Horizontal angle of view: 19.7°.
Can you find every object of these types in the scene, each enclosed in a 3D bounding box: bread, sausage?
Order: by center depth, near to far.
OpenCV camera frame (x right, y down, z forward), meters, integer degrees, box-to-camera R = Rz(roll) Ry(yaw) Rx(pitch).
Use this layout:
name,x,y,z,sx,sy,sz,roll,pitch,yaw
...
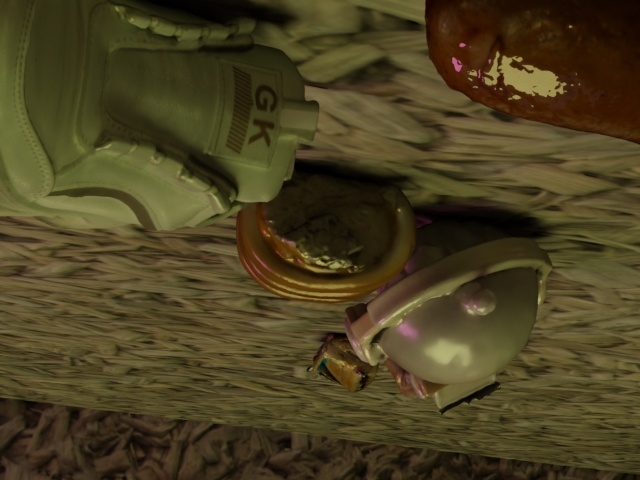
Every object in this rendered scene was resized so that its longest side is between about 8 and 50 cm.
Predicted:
name,x,y,z,sx,sy,sz,roll,pitch,yaw
sausage,0.169,-0.069,0.849,0.103,0.076,0.302,-5,165,42
bread,0.000,0.000,1.288,0.119,0.084,0.177,7,173,-5
bread,0.031,0.135,2.070,0.072,0.053,0.106,29,166,0

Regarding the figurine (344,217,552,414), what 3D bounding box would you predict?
name,x,y,z,sx,sy,sz,roll,pitch,yaw
figurine,0.095,0.046,1.405,0.162,0.141,0.237,-23,168,-5

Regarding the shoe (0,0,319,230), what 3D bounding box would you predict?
name,x,y,z,sx,sy,sz,roll,pitch,yaw
shoe,-0.083,-0.065,0.896,0.159,0.124,0.316,4,175,7
